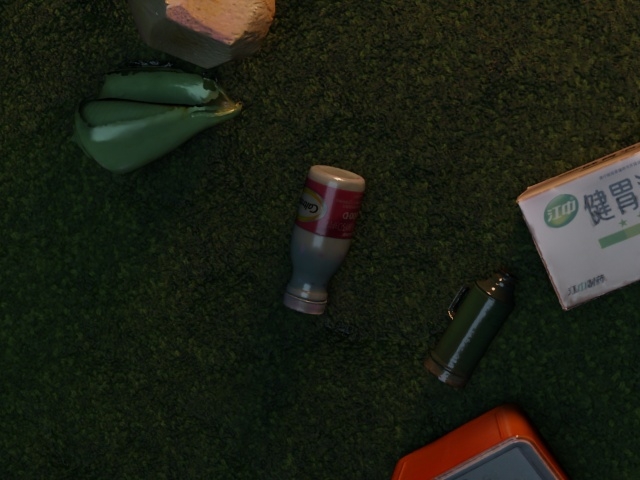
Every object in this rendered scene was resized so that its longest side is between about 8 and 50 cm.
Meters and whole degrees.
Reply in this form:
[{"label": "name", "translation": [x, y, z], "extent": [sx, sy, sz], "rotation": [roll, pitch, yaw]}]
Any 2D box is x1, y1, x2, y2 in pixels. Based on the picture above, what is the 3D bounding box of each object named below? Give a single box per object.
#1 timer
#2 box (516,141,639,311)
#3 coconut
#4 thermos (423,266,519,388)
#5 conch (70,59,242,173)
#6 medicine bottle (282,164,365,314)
[{"label": "timer", "translation": [0.257, 0.406, 1.994], "extent": [0.257, 0.161, 0.250], "rotation": [-31, 100, 15]}, {"label": "box", "translation": [0.461, -0.048, 1.874], "extent": [0.333, 0.145, 0.173], "rotation": [-23, 95, 16]}, {"label": "coconut", "translation": [-0.179, -0.370, 1.929], "extent": [0.237, 0.197, 0.237], "rotation": [-5, 109, -16]}, {"label": "thermos", "translation": [0.233, 0.125, 1.999], "extent": [0.073, 0.083, 0.188], "rotation": [28, 104, -15]}, {"label": "conch", "translation": [-0.264, -0.202, 2.032], "extent": [0.250, 0.143, 0.137], "rotation": [-33, 133, 3]}, {"label": "medicine bottle", "translation": [0.000, 0.000, 2.016], "extent": [0.090, 0.090, 0.217], "rotation": [17, 103, 10]}]
